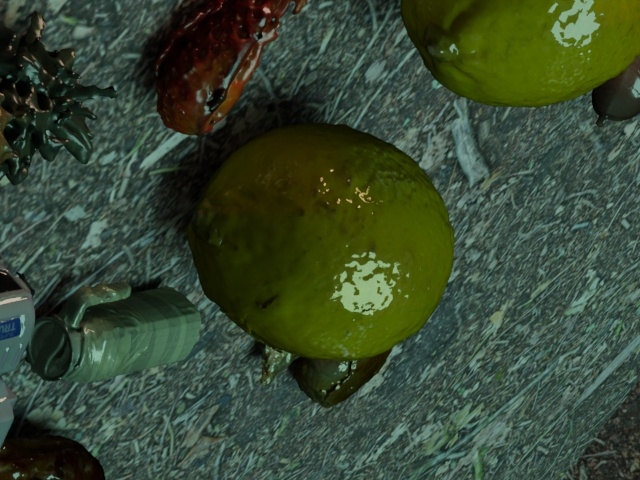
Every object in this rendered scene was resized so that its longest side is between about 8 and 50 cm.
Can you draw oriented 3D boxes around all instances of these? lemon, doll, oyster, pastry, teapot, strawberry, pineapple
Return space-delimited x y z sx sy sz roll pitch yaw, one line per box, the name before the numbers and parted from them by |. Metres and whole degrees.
lemon | 0.000 0.000 1.903 0.310 0.253 0.253 15 117 -40
doll | 0.415 -0.242 2.456 0.145 0.096 0.188 113 1 -67
oyster | -0.028 0.107 2.295 0.146 0.045 0.121 -19 129 -49
pastry | 0.034 0.155 2.409 0.153 0.081 0.153 -42 155 -24
teapot | -0.210 0.088 1.898 0.200 0.077 0.107 -10 133 -55
strawberry | -0.091 -0.183 1.699 0.188 0.082 0.121 -57 176 -3
lemon | 0.215 -0.267 1.857 0.322 0.268 0.268 -22 145 -42
pineapple | -0.270 -0.096 1.420 0.340 0.169 0.169 -14 140 -56

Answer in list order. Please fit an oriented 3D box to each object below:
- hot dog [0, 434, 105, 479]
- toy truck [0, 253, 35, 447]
hot dog | -0.326 0.343 1.912 0.174 0.266 0.387 -13 171 29
toy truck | -0.348 0.131 1.628 0.124 0.155 0.268 -14 139 -52
